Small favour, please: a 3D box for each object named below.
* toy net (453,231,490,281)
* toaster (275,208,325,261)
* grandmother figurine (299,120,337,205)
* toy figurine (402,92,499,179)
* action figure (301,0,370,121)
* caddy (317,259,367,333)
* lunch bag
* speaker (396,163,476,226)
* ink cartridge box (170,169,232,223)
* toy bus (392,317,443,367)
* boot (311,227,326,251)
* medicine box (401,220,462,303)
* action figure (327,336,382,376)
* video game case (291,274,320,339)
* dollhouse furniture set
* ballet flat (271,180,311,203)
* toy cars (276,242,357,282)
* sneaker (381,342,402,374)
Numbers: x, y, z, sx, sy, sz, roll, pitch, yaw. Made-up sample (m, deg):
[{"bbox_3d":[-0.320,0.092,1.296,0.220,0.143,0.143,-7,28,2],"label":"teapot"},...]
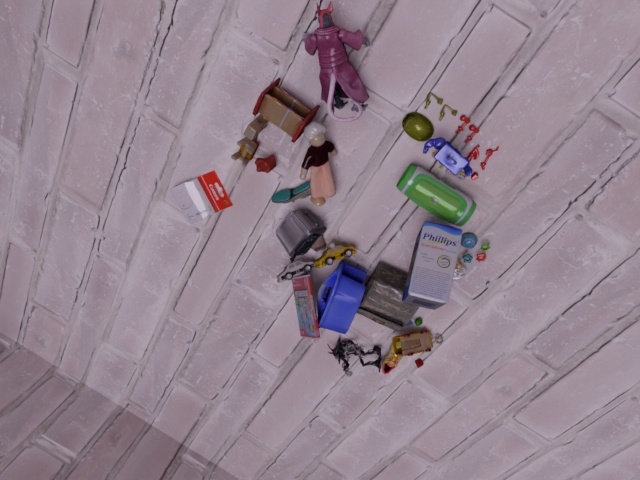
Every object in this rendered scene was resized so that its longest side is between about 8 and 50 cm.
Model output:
[{"bbox_3d":[0.611,0.082,1.854,0.122,0.045,0.232,21,121,3],"label":"toy net"},{"bbox_3d":[-0.097,-0.031,1.930,0.146,0.129,0.227,53,125,19],"label":"toaster"},{"bbox_3d":[-0.001,-0.313,1.741,0.104,0.207,0.342,18,140,26],"label":"grandmother figurine"},{"bbox_3d":[0.464,-0.343,1.583,0.363,0.217,0.191,40,119,-6],"label":"toy figurine"},{"bbox_3d":[0.032,-0.628,1.547,0.248,0.275,0.370,-2,129,23],"label":"action figure"},{"bbox_3d":[0.076,0.251,1.977,0.179,0.241,0.341,19,120,-1],"label":"caddy"},{"bbox_3d":[0.294,0.276,1.972,0.235,0.169,0.287,24,127,-1],"label":"lunch bag"},{"bbox_3d":[0.449,-0.176,1.723,0.297,0.131,0.131,31,120,-1],"label":"speaker"},{"bbox_3d":[-0.549,-0.198,2.035,0.233,0.066,0.189,-16,110,27],"label":"ink cartridge box"},{"bbox_3d":[0.433,0.475,2.057,0.202,0.191,0.104,40,157,-9],"label":"toy bus"},{"bbox_3d":[0.000,0.000,1.989,0.119,0.042,0.087,-27,112,27],"label":"boot"},{"bbox_3d":[0.429,0.105,1.723,0.149,0.263,0.289,13,77,8],"label":"medicine box"},{"bbox_3d":[0.158,0.565,2.165,0.276,0.141,0.163,3,106,13],"label":"action figure"},{"bbox_3d":[-0.070,0.303,2.025,0.025,0.204,0.284,-8,85,-24],"label":"video game case"},{"bbox_3d":[-0.189,-0.433,1.787,0.201,0.152,0.374,36,137,-4],"label":"dollhouse furniture set"},{"bbox_3d":[-0.111,-0.193,1.909,0.213,0.072,0.068,-17,140,25],"label":"ballet flat"},{"bbox_3d":[-0.032,0.088,1.973,0.394,0.176,0.087,-22,90,24],"label":"toy cars"},{"bbox_3d":[0.356,0.569,2.138,0.082,0.094,0.208,25,118,5],"label":"sneaker"}]
